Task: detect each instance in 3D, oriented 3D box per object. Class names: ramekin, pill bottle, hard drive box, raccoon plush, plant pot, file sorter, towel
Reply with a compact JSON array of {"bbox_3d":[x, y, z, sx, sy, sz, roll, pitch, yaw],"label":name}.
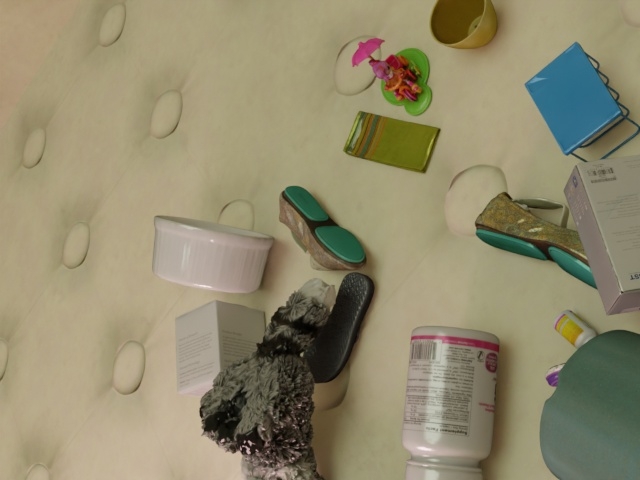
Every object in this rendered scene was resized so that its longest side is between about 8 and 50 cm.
[{"bbox_3d":[-0.252,0.032,2.156,0.277,0.277,0.135,15,95,45],"label":"ramekin"},{"bbox_3d":[0.229,0.303,1.678,0.160,0.160,0.283,-4,75,43],"label":"pill bottle"},{"bbox_3d":[0.510,-0.016,1.489,0.181,0.089,0.232,-8,62,-5],"label":"hard drive box"},{"bbox_3d":[-0.028,0.340,1.905,0.446,0.299,0.216,-48,35,-6],"label":"raccoon plush"},{"bbox_3d":[0.511,0.294,1.313,0.334,0.341,0.341,27,96,53],"label":"plant pot"},{"bbox_3d":[0.464,-0.236,1.661,0.118,0.104,0.170,-39,53,28],"label":"file sorter"},{"bbox_3d":[0.148,-0.213,2.018,0.237,0.021,0.102,20,92,45],"label":"towel"},{"bbox_3d":[0.438,0.158,1.604,0.043,0.043,0.083,-57,46,15],"label":"pill bottle"},{"bbox_3d":[0.300,-0.437,1.889,0.134,0.095,0.134,-15,68,40],"label":"plant pot"}]

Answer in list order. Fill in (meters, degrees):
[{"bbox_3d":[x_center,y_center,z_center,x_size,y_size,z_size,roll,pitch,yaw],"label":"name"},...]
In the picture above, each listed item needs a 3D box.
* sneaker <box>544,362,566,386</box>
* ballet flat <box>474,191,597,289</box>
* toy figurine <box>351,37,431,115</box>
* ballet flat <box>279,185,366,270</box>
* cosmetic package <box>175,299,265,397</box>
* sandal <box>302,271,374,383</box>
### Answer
[{"bbox_3d":[0.448,0.234,1.556,0.170,0.068,0.071,-7,78,42],"label":"sneaker"},{"bbox_3d":[0.420,-0.004,1.632,0.348,0.123,0.123,27,96,45],"label":"ballet flat"},{"bbox_3d":[0.138,-0.353,1.974,0.130,0.159,0.173,-42,53,27],"label":"toy figurine"},{"bbox_3d":[0.000,0.000,2.054,0.316,0.107,0.106,52,134,46],"label":"ballet flat"},{"bbox_3d":[-0.224,0.251,2.137,0.151,0.151,0.184,-25,60,37],"label":"cosmetic package"},{"bbox_3d":[0.047,0.191,1.971,0.097,0.054,0.254,33,97,34],"label":"sandal"}]
